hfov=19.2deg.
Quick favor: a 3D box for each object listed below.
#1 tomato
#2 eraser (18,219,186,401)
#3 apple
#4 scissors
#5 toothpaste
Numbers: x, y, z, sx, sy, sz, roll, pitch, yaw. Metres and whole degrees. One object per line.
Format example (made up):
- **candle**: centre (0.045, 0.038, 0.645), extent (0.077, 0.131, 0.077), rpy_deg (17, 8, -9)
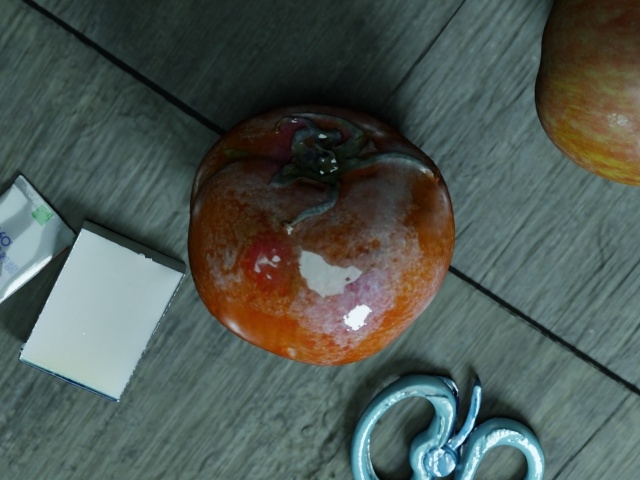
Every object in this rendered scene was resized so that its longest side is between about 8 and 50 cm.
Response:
- **tomato**: centre (-0.001, 0.003, 1.573), extent (0.232, 0.232, 0.188), rpy_deg (3, 135, 3)
- **eraser**: centre (-0.198, 0.064, 1.710), extent (0.104, 0.023, 0.150), rpy_deg (24, 113, -11)
- **apple**: centre (0.263, -0.136, 1.507), extent (0.174, 0.188, 0.188), rpy_deg (9, 114, 12)
- **scissors**: centre (0.081, 0.298, 1.792), extent (0.180, 0.032, 0.392), rpy_deg (19, 114, -4)
- **toothpaste**: centre (-0.351, 0.065, 1.712), extent (0.301, 0.048, 0.075), rpy_deg (-40, 78, 12)
